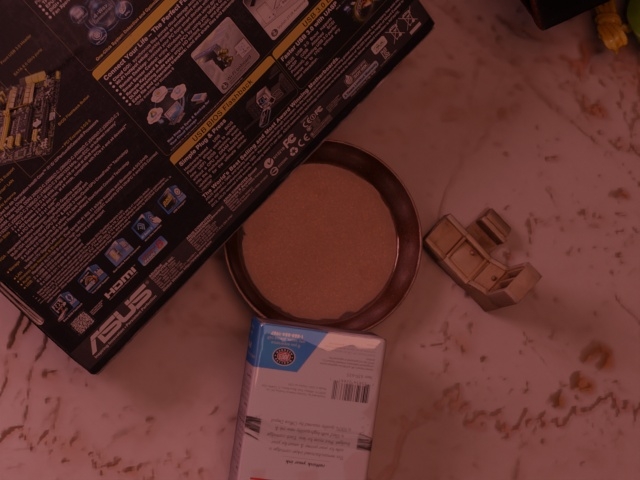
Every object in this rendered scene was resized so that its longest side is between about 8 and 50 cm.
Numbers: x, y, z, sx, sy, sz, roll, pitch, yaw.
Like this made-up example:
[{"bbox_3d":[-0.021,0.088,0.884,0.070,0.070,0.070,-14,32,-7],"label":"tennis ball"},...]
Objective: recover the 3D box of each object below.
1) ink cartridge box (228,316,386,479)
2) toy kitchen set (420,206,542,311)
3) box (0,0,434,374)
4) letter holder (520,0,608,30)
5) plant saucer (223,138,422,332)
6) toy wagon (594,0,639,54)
[{"bbox_3d":[-0.015,0.157,1.441,0.104,0.060,0.180,9,92,-11],"label":"ink cartridge box"},{"bbox_3d":[0.143,0.004,1.504,0.083,0.075,0.068,46,73,-6],"label":"toy kitchen set"},{"bbox_3d":[-0.139,-0.137,1.345,0.395,0.097,0.318,-46,131,-6],"label":"box"},{"bbox_3d":[0.268,-0.350,1.535,0.302,0.152,0.214,-25,44,-1],"label":"letter holder"},{"bbox_3d":[0.000,0.000,1.498,0.168,0.029,0.168,2,82,-12],"label":"plant saucer"},{"bbox_3d":[0.406,-0.229,1.553,0.344,0.068,0.267,-18,54,17],"label":"toy wagon"}]
